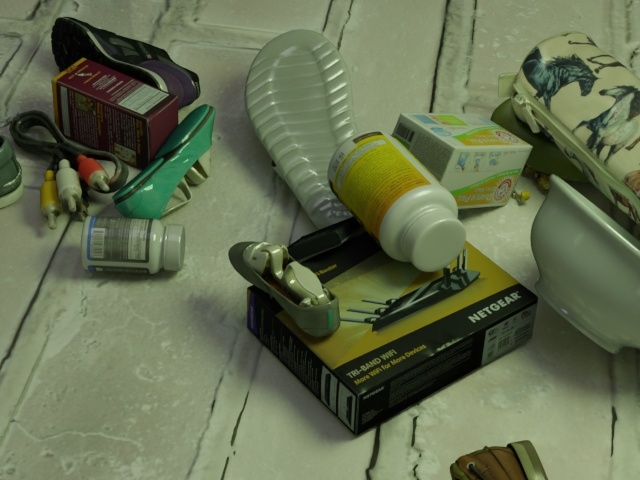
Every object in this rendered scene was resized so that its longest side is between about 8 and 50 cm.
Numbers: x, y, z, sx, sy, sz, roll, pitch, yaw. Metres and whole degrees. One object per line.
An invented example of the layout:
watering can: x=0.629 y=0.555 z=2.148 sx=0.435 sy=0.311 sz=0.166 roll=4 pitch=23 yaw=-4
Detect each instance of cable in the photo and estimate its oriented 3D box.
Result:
cable: x=-0.384 y=-0.133 z=2.078 sx=0.139 sy=0.072 sz=0.287 roll=-33 pitch=50 yaw=-2

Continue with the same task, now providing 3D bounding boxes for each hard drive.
hard drive: x=0.000 y=0.000 z=1.918 sx=0.094 sy=0.022 sz=0.135 roll=-22 pitch=5 yaw=17

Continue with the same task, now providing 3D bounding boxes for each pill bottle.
pill bottle: x=0.105 y=-0.051 z=1.870 sx=0.117 sy=0.117 sz=0.215 roll=-17 pitch=41 yaw=-22
pill bottle: x=-0.260 y=0.007 z=1.934 sx=0.137 sy=0.078 sz=0.078 roll=3 pitch=41 yaw=0

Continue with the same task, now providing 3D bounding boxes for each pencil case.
pencil case: x=0.434 y=-0.134 z=1.986 sx=0.183 sy=0.160 sz=0.410 roll=-24 pitch=47 yaw=-15

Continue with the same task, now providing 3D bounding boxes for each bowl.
bowl: x=0.379 y=0.055 z=1.830 sx=0.298 sy=0.134 sz=0.298 roll=37 pitch=10 yaw=-8

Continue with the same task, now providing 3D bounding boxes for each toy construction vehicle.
toy construction vehicle: x=0.312 y=-0.098 z=2.129 sx=0.086 sy=0.035 sz=0.098 roll=-12 pitch=43 yaw=-31

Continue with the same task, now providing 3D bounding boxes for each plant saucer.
plant saucer: x=0.390 y=-0.177 z=2.193 sx=0.241 sy=0.037 sz=0.241 roll=7 pitch=38 yaw=-6

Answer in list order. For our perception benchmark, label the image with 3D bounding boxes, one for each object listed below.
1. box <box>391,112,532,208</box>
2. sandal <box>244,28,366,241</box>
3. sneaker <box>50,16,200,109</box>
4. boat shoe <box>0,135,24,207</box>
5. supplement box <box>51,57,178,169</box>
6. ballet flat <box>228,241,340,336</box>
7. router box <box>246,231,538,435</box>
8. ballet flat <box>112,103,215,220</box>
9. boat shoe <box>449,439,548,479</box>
box: x=0.198 y=-0.117 z=2.032 sx=0.114 sy=0.103 sz=0.203 roll=37 pitch=26 yaw=32
sandal: x=-0.010 y=-0.149 z=2.124 sx=0.169 sy=0.102 sz=0.416 roll=-17 pitch=56 yaw=-1
sneaker: x=-0.318 y=-0.283 z=2.273 sx=0.283 sy=0.107 sz=0.124 roll=35 pitch=35 yaw=27
boat shoe: x=-0.594 y=-0.088 z=2.008 sx=0.319 sy=0.099 sz=0.116 roll=-10 pitch=43 yaw=-15
supplement box: x=-0.316 y=-0.194 z=2.145 sx=0.188 sy=0.104 sz=0.081 roll=23 pitch=44 yaw=22
ballet flat: x=-0.045 y=0.042 z=1.789 sx=0.072 sy=0.068 sz=0.213 roll=-25 pitch=47 yaw=-28
router box: x=0.094 y=0.097 z=1.847 sx=0.309 sy=0.081 sz=0.243 roll=-25 pitch=47 yaw=-29
ballet flat: x=-0.215 y=-0.102 z=2.068 sx=0.083 sy=0.087 sz=0.247 roll=-18 pitch=27 yaw=45
boat shoe: x=0.224 y=0.353 z=1.551 sx=0.104 sy=0.111 sz=0.307 roll=-8 pitch=32 yaw=-7
